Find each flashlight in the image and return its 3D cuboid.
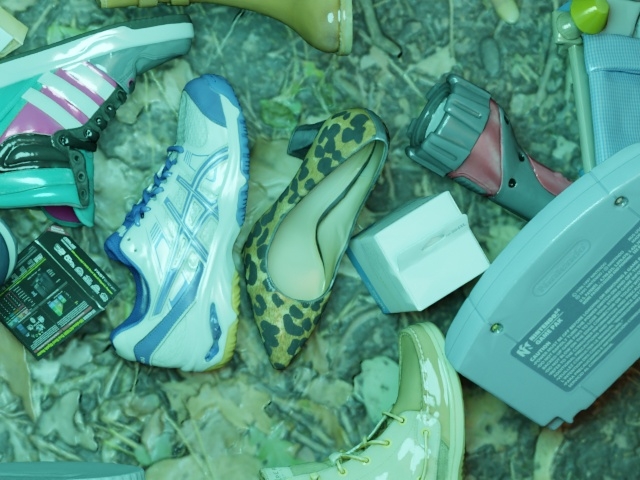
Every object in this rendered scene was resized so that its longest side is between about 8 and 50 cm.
[{"bbox_3d":[0.239,-0.063,1.681,0.304,0.103,0.103,26,125,-15],"label":"flashlight"}]

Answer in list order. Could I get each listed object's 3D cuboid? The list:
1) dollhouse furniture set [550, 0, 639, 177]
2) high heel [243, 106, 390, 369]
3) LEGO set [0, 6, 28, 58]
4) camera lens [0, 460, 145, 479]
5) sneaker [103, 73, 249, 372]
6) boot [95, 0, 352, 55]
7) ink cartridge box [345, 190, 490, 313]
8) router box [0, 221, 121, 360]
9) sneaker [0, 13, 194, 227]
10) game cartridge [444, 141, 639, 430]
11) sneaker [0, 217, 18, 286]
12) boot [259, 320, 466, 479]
[{"bbox_3d":[0.403,-0.120,1.617,0.303,0.198,0.286,4,74,-27],"label":"dollhouse furniture set"},{"bbox_3d":[0.000,0.000,1.562,0.093,0.186,0.261,11,84,-23],"label":"high heel"},{"bbox_3d":[-0.421,-0.267,1.535,0.287,0.107,0.132,6,120,-19],"label":"LEGO set"},{"bbox_3d":[-0.260,0.348,1.464,0.219,0.219,0.274,1,87,-14],"label":"camera lens"},{"bbox_3d":[-0.144,-0.020,1.569,0.131,0.112,0.296,4,86,-14],"label":"sneaker"},{"bbox_3d":[-0.104,-0.255,1.527,0.220,0.109,0.283,-11,48,-21],"label":"boot"},{"bbox_3d":[0.097,0.014,1.612,0.092,0.143,0.090,-32,95,-14],"label":"ink cartridge box"},{"bbox_3d":[-0.262,0.050,1.532,0.092,0.122,0.038,48,40,-8],"label":"router box"},{"bbox_3d":[-0.235,-0.104,1.545,0.295,0.124,0.178,-22,100,-22],"label":"sneaker"},{"bbox_3d":[0.269,0.045,1.589,0.196,0.060,0.294,33,107,-37],"label":"game cartridge"},{"bbox_3d":[-0.439,0.051,1.445,0.319,0.131,0.112,-21,101,5],"label":"sneaker"},{"bbox_3d":[0.039,0.216,1.616,0.203,0.095,0.262,-2,90,-13],"label":"boot"}]
